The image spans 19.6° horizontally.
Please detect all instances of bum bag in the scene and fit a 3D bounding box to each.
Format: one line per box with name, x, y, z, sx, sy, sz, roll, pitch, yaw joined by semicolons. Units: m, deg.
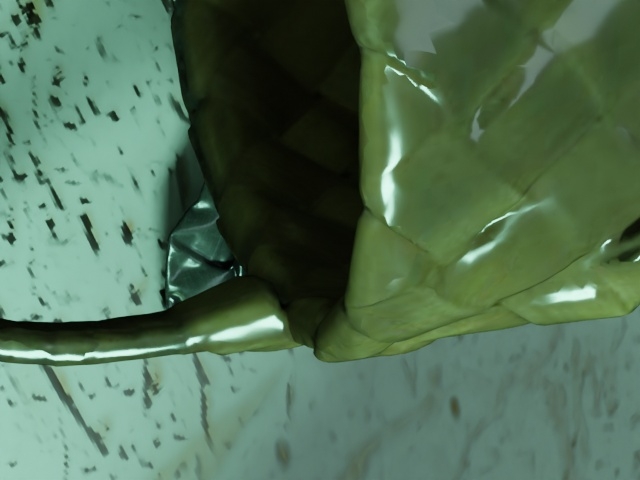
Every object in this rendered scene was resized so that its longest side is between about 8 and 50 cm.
bum bag;0.000;0.000;0.866;0.198;0.049;0.087;0;95;-53

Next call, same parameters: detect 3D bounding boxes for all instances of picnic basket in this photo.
picnic basket;-0.054;-0.096;0.651;0.337;0.337;0.293;-26;115;-50
